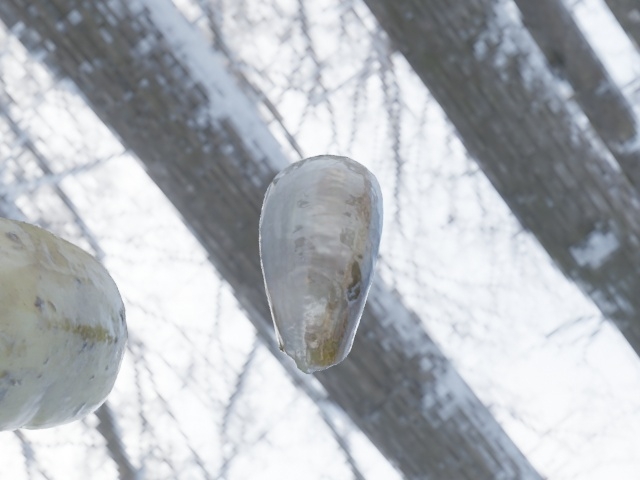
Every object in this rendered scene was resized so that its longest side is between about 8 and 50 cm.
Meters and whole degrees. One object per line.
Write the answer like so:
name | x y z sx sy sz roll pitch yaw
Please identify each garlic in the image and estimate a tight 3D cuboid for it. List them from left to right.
garlic | 0.000 -0.006 1.152 0.086 0.101 0.196 4 -143 0

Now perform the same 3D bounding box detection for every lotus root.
lotus root | -0.109 0.028 0.526 0.063 0.152 0.072 6 -89 30
